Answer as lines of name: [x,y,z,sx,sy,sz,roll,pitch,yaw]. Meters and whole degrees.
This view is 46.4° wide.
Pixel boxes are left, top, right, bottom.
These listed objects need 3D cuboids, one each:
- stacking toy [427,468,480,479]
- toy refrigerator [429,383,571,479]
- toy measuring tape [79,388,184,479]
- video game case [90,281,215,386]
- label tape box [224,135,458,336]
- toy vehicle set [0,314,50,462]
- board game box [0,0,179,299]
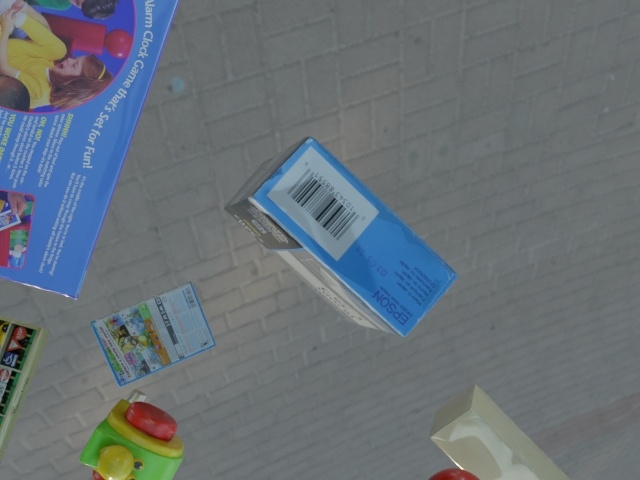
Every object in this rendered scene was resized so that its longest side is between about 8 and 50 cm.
stacking toy: [0.051,0.368,0.895,0.331,0.141,0.141,-25,139,-3]
toy refrigerator: [0.330,0.394,1.340,0.102,0.269,0.094,-44,-176,26]
toy measuring tape: [-0.238,0.269,1.008,0.121,0.121,0.330,-28,-179,-6]
video game case: [-0.264,0.149,1.191,0.166,0.015,0.119,-23,111,-14]
label tape box: [0.000,0.000,0.985,0.241,0.334,0.106,43,79,-10]
toy vehicle set: [-0.643,0.276,1.432,0.035,0.166,0.266,62,42,-70]
board game box: [-0.293,-0.144,0.718,0.234,0.078,0.346,19,92,-19]
